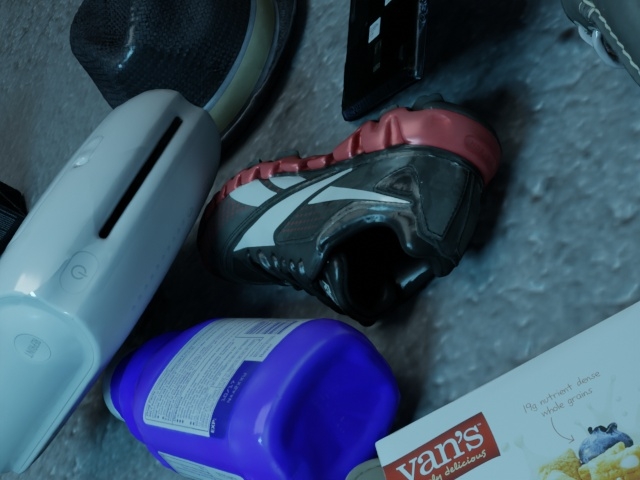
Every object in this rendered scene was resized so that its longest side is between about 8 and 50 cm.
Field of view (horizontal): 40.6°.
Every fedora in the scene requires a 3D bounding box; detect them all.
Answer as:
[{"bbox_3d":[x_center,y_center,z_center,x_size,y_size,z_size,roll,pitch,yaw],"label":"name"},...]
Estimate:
[{"bbox_3d":[-0.175,-0.223,0.945,0.334,0.153,0.333,-30,44,34],"label":"fedora"}]

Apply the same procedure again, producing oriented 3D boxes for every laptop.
[{"bbox_3d":[0.110,-0.226,0.646,0.234,0.137,0.264,-175,89,-81],"label":"laptop"}]

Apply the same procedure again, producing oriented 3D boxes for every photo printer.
[{"bbox_3d":[-0.196,0.031,0.717,0.307,0.107,0.256,-48,15,45],"label":"photo printer"}]

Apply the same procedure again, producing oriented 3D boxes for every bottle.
[{"bbox_3d":[-0.071,0.112,0.616,0.283,0.092,0.118,-7,37,53],"label":"bottle"}]

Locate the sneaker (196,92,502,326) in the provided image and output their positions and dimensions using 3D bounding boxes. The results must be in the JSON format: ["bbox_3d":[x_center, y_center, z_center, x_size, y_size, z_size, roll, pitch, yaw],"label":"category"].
[{"bbox_3d":[0.000,0.000,0.621,0.276,0.098,0.135,-18,50,40],"label":"sneaker"}]

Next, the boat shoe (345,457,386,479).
[{"bbox_3d":[0.065,0.210,0.443,0.206,0.075,0.064,-118,23,-45],"label":"boat shoe"}]

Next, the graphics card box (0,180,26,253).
[{"bbox_3d":[-0.613,0.038,1.203,0.371,0.233,0.094,-51,36,11],"label":"graphics card box"}]

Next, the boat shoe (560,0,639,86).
[{"bbox_3d":[0.191,-0.172,0.530,0.095,0.112,0.335,-48,28,44],"label":"boat shoe"}]

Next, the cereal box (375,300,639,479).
[{"bbox_3d":[0.132,0.152,0.367,0.173,0.047,0.240,-31,42,11],"label":"cereal box"}]
